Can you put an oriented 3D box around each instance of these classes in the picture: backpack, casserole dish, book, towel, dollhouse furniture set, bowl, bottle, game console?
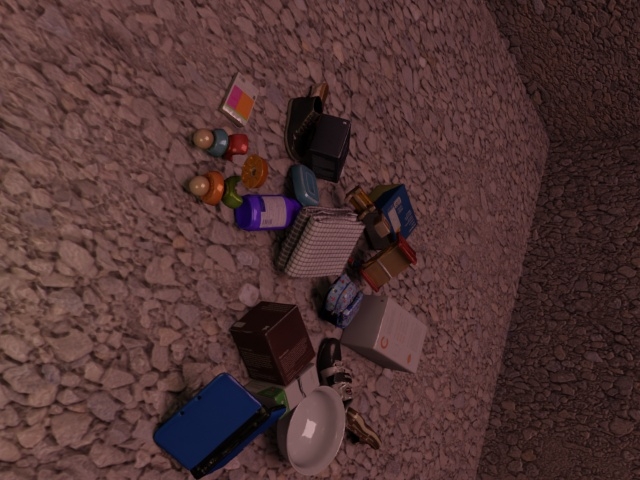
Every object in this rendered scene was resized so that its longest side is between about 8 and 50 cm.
[{"bbox_3d":[0.082,0.214,2.104,0.158,0.116,0.173,-45,158,-39],"label":"backpack"},{"bbox_3d":[-0.047,-0.190,1.991,0.114,0.037,0.189,31,40,-44],"label":"casserole dish"},{"bbox_3d":[-0.255,-0.444,1.808,0.096,0.035,0.144,38,62,-40],"label":"book"},{"bbox_3d":[0.000,0.000,1.983,0.283,0.121,0.235,-2,124,-49],"label":"towel"},{"bbox_3d":[0.185,-0.013,2.201,0.374,0.201,0.152,51,15,-9],"label":"dollhouse furniture set"},{"bbox_3d":[-0.055,0.641,1.979,0.297,0.134,0.298,0,90,-48],"label":"bowl"},{"bbox_3d":[-0.150,-0.093,1.889,0.282,0.092,0.118,-6,93,-50],"label":"bottle"},{"bbox_3d":[-0.284,0.530,1.672,0.293,0.173,0.250,-42,162,5],"label":"game console"}]

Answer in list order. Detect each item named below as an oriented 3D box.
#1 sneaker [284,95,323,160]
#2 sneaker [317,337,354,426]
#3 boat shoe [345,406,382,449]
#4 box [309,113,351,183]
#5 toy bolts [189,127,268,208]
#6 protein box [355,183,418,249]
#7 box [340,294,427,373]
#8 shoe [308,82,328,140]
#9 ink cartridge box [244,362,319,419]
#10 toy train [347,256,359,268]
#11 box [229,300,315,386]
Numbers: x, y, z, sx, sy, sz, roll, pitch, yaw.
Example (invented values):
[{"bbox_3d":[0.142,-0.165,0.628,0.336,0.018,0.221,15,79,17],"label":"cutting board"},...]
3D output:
[{"bbox_3d":[-0.055,-0.389,1.978,0.083,0.118,0.222,-1,91,-50],"label":"sneaker"},{"bbox_3d":[0.070,0.529,2.124,0.122,0.146,0.331,5,85,-48],"label":"sneaker"},{"bbox_3d":[0.149,0.765,2.273,0.095,0.095,0.257,-48,120,-21],"label":"boat shoe"},{"bbox_3d":[0.035,-0.320,2.019,0.207,0.108,0.153,89,18,-68],"label":"box"},{"bbox_3d":[-0.282,-0.231,1.669,0.158,0.218,0.229,9,66,-43],"label":"toy bolts"},{"bbox_3d":[0.275,-0.096,2.358,0.200,0.135,0.201,-47,124,-39],"label":"protein box"},{"bbox_3d":[0.265,0.381,2.330,0.345,0.168,0.215,38,63,-44],"label":"box"},{"bbox_3d":[-0.024,-0.466,2.070,0.076,0.058,0.219,55,48,-75],"label":"shoe"},{"bbox_3d":[-0.125,0.480,1.882,0.208,0.153,0.087,-30,113,-44],"label":"ink cartridge box"},{"bbox_3d":[0.107,0.074,2.239,0.158,0.036,0.027,31,67,-46],"label":"toy train"},{"bbox_3d":[-0.150,0.327,1.838,0.167,0.168,0.203,-39,120,-42],"label":"box"}]
